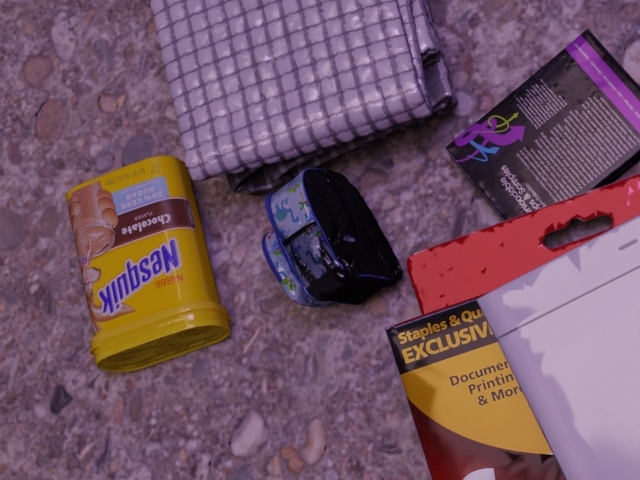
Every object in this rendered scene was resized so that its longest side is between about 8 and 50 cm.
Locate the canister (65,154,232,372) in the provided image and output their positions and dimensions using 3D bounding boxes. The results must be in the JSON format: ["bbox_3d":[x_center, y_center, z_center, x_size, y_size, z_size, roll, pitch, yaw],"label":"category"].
[{"bbox_3d":[-0.161,0.021,1.368,0.126,0.073,0.170,-20,71,15],"label":"canister"}]

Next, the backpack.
[{"bbox_3d":[0.000,0.000,1.296,0.084,0.105,0.114,-33,71,25],"label":"backpack"}]

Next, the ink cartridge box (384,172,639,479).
[{"bbox_3d":[0.224,0.086,1.168,0.309,0.130,0.272,-21,78,15],"label":"ink cartridge box"}]

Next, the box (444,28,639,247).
[{"bbox_3d":[0.203,-0.086,1.282,0.162,0.029,0.116,-39,69,7],"label":"box"}]

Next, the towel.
[{"bbox_3d":[-0.019,-0.196,1.343,0.235,0.121,0.284,-20,71,14],"label":"towel"}]

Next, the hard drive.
[{"bbox_3d":[0.291,0.146,1.046,0.233,0.047,0.353,-28,80,14],"label":"hard drive"}]
